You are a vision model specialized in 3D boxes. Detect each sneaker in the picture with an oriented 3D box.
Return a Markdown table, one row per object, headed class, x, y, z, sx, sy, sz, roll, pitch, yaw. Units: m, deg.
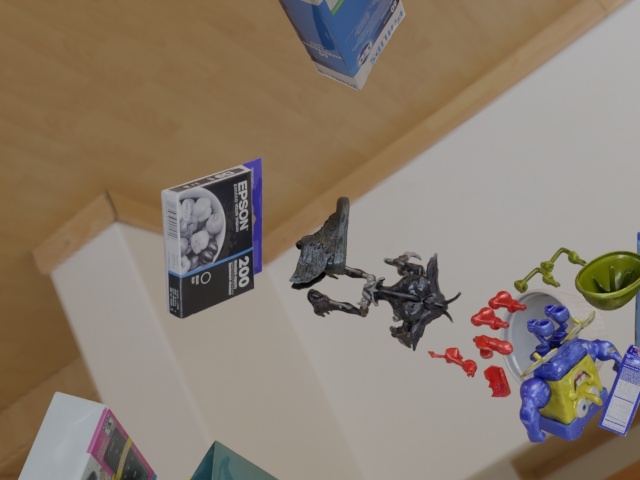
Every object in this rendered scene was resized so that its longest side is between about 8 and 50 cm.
| class | x | y | z | sx | sy | sz | roll | pitch | yaw |
| --- | --- | --- | --- | --- | --- | --- | --- | --- | --- |
| sneaker | 0.000 | 0.001 | 1.607 | 0.089 | 0.170 | 0.051 | 4 | 153 | 2 |

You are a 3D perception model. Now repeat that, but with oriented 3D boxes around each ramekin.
| class | x | y | z | sx | sy | sz | roll | pitch | yaw |
| --- | --- | --- | --- | --- | --- | --- | --- | --- | --- |
| ramekin | 0.464 | 0.195 | 1.931 | 0.109 | 0.207 | 0.207 | -3 | 146 | -36 |

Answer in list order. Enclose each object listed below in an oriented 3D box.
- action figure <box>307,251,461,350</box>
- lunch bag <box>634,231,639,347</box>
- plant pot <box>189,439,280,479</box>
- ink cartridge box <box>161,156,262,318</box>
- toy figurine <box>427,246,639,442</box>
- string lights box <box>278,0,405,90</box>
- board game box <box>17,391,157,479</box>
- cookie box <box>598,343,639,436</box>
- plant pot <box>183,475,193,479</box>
| class | x | y | z | sx | sy | sz | roll | pitch | yaw |
| --- | --- | --- | --- | --- | --- | --- | --- | --- | --- |
| action figure | 0.124 | 0.092 | 1.642 | 0.275 | 0.164 | 0.141 | 11 | 178 | 33 |
| lunch bag | 0.612 | 0.108 | 1.439 | 0.138 | 0.221 | 0.293 | -7 | -168 | -27 |
| plant pot | -0.086 | 0.423 | 1.340 | 0.165 | 0.234 | 0.166 | -59 | -170 | 10 |
| ink cartridge box | -0.150 | -0.006 | 1.515 | 0.208 | 0.045 | 0.206 | -25 | 125 | -43 |
| toy figurine | 0.355 | 0.185 | 1.467 | 0.362 | 0.217 | 0.191 | -33 | -157 | -35 |
| string lights box | 0.025 | -0.313 | 1.254 | 0.133 | 0.076 | 0.260 | -60 | 158 | -9 |
| board game box | -0.361 | 0.400 | 1.503 | 0.097 | 0.224 | 0.303 | 11 | 150 | 11 |
| cookie box | 0.416 | 0.202 | 1.332 | 0.092 | 0.040 | 0.107 | -5 | 115 | -68 |
| plant pot | -0.200 | 0.630 | 1.949 | 0.254 | 0.254 | 0.239 | -19 | 126 | -19 |
